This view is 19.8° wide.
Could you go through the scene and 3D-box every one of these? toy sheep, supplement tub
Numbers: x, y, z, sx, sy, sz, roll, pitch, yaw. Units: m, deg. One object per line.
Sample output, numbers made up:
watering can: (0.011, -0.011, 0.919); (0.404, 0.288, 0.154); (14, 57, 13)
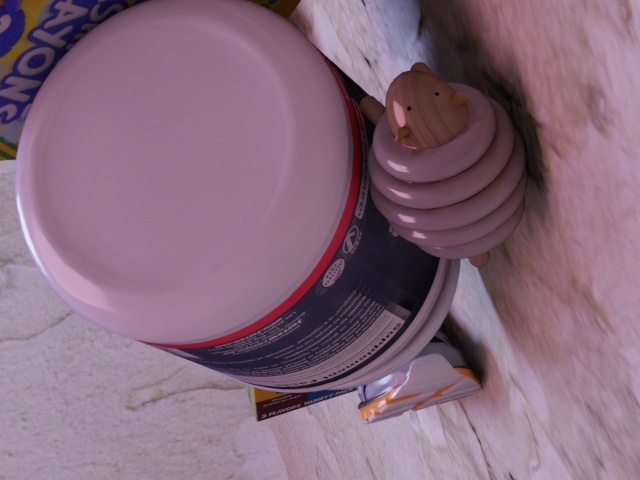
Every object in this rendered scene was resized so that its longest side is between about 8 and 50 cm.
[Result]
toy sheep: (0.065, -0.035, 0.942); (0.132, 0.091, 0.091); (58, -176, -42)
supplement tub: (-0.035, -0.015, 1.065); (0.272, 0.191, 0.191); (32, -144, -66)

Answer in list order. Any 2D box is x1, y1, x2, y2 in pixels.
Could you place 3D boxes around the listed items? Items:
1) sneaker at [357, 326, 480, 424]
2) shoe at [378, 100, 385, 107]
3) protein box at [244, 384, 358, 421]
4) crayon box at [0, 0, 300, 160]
sneaker: (0.057, 0.082, 1.305); (0.215, 0.084, 0.083); (140, 117, -83)
shoe: (0.000, 0.000, 1.299); (0.058, 0.076, 0.219); (46, 127, 21)
protein box: (-0.023, 0.008, 1.512); (0.200, 0.136, 0.201); (89, 162, -65)
crayon box: (-0.120, -0.143, 1.055); (0.083, 0.323, 0.203); (54, 124, 22)
